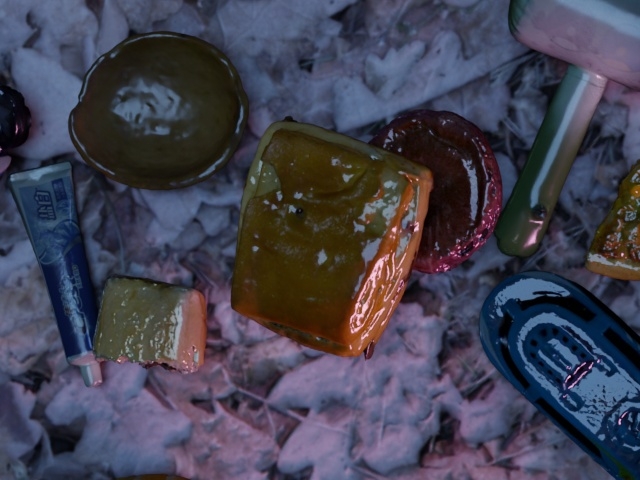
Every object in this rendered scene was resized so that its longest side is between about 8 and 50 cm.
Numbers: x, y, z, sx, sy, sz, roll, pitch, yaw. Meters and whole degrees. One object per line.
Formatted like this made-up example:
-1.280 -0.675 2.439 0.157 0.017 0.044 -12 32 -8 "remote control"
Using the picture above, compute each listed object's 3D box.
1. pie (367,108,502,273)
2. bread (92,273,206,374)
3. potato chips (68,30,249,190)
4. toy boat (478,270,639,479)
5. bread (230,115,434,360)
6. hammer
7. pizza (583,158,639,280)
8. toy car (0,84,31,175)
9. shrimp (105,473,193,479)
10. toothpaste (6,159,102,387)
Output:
0.116 -0.055 1.567 0.182 0.049 0.182 1 92 26 "pie"
-0.187 0.097 1.617 0.125 0.082 0.106 7 79 20 "bread"
-0.182 -0.142 1.631 0.208 0.062 0.195 -27 78 9 "potato chips"
0.296 0.153 1.525 0.299 0.092 0.134 42 99 8 "toy boat"
0.000 0.000 1.544 0.210 0.099 0.235 21 102 25 "bread"
0.265 -0.137 1.536 0.206 0.119 0.335 23 99 12 "hammer"
0.360 -0.023 1.540 0.175 0.046 0.134 -25 84 9 "pizza"
-0.487 -0.176 1.637 0.166 0.198 0.314 -39 79 38 "toy car"
-0.228 0.333 1.625 0.248 0.068 0.150 8 95 5 "shrimp"
-0.296 0.041 1.656 0.069 0.047 0.268 -19 81 22 "toothpaste"
